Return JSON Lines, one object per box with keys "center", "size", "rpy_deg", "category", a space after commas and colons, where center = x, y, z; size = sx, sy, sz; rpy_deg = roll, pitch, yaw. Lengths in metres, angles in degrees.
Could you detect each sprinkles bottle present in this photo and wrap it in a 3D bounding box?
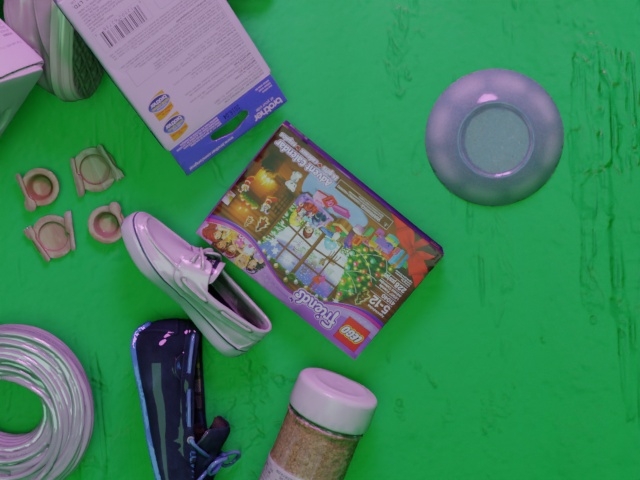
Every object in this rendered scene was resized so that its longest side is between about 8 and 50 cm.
{"center": [-0.037, 0.364, 1.815], "size": [0.121, 0.121, 0.356], "rpy_deg": [22, 101, -1], "category": "sprinkles bottle"}

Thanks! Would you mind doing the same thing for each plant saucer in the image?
{"center": [0.243, -0.141, 1.754], "size": [0.194, 0.037, 0.195], "rpy_deg": [0, 99, 3], "category": "plant saucer"}

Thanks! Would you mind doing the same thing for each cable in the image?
{"center": [-0.453, 0.248, 1.837], "size": [0.257, 0.089, 0.257], "rpy_deg": [-31, 96, 7], "category": "cable"}

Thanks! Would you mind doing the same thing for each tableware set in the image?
{"center": [-0.355, -0.052, 1.813], "size": [0.168, 0.020, 0.141], "rpy_deg": [-16, 99, 6], "category": "tableware set"}

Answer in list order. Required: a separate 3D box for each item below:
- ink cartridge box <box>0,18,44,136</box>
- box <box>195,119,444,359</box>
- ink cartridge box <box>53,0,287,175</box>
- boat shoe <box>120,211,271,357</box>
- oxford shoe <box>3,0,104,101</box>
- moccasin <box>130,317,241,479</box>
{"center": [-0.551, -0.247, 1.662], "size": [0.306, 0.131, 0.226], "rpy_deg": [43, 121, 5], "category": "ink cartridge box"}
{"center": [0.000, 0.000, 1.781], "size": [0.293, 0.057, 0.201], "rpy_deg": [38, 101, -4], "category": "box"}
{"center": [-0.196, -0.257, 1.684], "size": [0.185, 0.065, 0.311], "rpy_deg": [-38, 122, -6], "category": "ink cartridge box"}
{"center": [-0.169, 0.048, 1.778], "size": [0.084, 0.095, 0.258], "rpy_deg": [-34, 108, 30], "category": "boat shoe"}
{"center": [-0.353, -0.413, 1.686], "size": [0.130, 0.169, 0.450], "rpy_deg": [11, 103, 16], "category": "oxford shoe"}
{"center": [-0.184, 0.280, 1.803], "size": [0.116, 0.138, 0.342], "rpy_deg": [-12, 100, 1], "category": "moccasin"}
